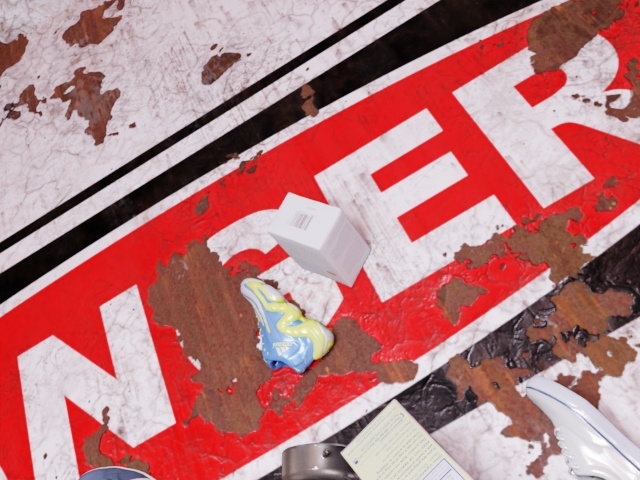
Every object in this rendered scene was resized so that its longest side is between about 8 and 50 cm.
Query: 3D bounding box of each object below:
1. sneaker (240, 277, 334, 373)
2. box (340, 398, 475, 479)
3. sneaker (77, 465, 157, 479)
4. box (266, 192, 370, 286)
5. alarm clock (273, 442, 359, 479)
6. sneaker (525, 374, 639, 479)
[{"bbox_3d":[-0.093,0.169,1.405,0.240,0.091,0.126,31,78,34],"label":"sneaker"},{"bbox_3d":[0.179,0.382,1.040,0.117,0.213,0.243,-44,36,-4],"label":"box"},{"bbox_3d":[-0.334,0.480,1.295,0.350,0.148,0.131,9,66,29],"label":"sneaker"},{"bbox_3d":[0.000,0.000,1.412,0.130,0.170,0.091,19,72,32],"label":"box"},{"bbox_3d":[-0.012,0.388,1.225,0.192,0.129,0.064,-28,51,43],"label":"alarm clock"},{"bbox_3d":[0.399,0.309,1.092,0.091,0.094,0.258,-42,54,-9],"label":"sneaker"}]
